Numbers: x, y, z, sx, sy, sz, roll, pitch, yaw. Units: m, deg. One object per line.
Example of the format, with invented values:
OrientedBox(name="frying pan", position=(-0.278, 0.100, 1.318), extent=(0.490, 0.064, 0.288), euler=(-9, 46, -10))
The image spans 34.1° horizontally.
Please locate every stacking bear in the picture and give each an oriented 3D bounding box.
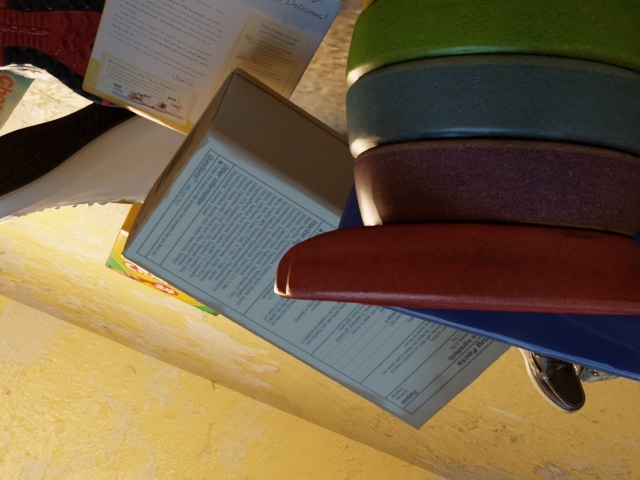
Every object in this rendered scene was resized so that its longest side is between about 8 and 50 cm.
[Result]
OrientedBox(name="stacking bear", position=(0.084, -0.111, 0.509), extent=(0.164, 0.288, 0.175), euler=(1, 175, 22))

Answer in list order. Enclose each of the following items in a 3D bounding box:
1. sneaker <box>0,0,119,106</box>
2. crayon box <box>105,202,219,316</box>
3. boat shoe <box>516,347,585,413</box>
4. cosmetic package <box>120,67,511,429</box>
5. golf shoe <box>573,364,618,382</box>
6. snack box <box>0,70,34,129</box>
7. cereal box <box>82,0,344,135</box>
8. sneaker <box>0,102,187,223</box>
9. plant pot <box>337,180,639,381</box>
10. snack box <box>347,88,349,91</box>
OrientedBox(name="sneaker", position=(-0.248, -0.201, 1.027), extent=(0.262, 0.104, 0.125), euler=(14, -170, -1))
OrientedBox(name="crayon box", position=(-0.203, 0.016, 1.558), extent=(0.202, 0.081, 0.318), euler=(25, 161, -9))
OrientedBox(name="boat shoe", position=(0.289, 0.149, 1.330), extent=(0.152, 0.056, 0.049), euler=(57, 157, 13))
OrientedBox(name="cosmetic package", position=(0.009, 0.012, 0.893), extent=(0.309, 0.113, 0.160), euler=(32, 124, -15))
OrientedBox(name="golf shoe", position=(0.372, 0.146, 1.341), extent=(0.086, 0.069, 0.176), euler=(3, 166, -9))
OrientedBox(name="snack box", position=(-0.415, -0.086, 1.124), extent=(0.060, 0.321, 0.187), euler=(37, 156, -24))
OrientedBox(name="cereal box", position=(-0.094, -0.174, 0.872), extent=(0.173, 0.047, 0.240), euler=(24, 145, -10))
OrientedBox(name="sneaker", position=(-0.240, -0.062, 1.057), extent=(0.106, 0.290, 0.123), euler=(51, 162, 44))
OrientedBox(name="plant pot", position=(0.162, -0.054, 0.677), extent=(0.236, 0.212, 0.236), euler=(16, -166, 19))
OrientedBox(name="snack box", position=(0.106, -0.102, 0.976), extent=(0.178, 0.022, 0.064), euler=(35, 158, -35))
